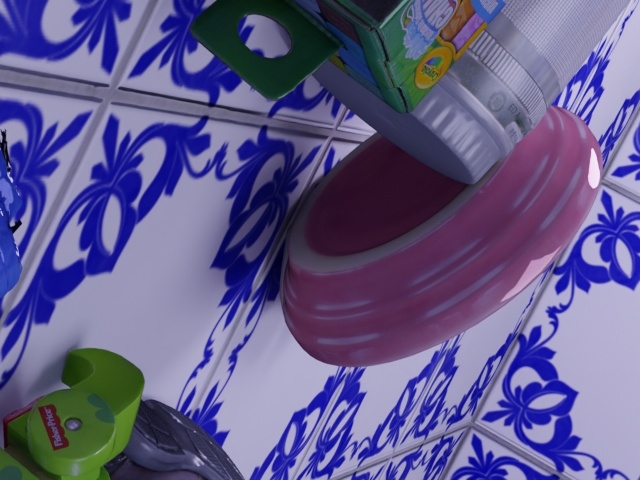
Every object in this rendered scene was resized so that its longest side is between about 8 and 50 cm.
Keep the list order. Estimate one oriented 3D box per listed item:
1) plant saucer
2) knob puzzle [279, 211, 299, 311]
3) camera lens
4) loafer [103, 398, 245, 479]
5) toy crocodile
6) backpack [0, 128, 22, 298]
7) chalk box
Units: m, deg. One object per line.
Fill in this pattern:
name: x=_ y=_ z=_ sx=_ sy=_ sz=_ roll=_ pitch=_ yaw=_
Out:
plant saucer: x=0.094 y=-0.027 z=1.621 sx=0.084 sy=0.332 sz=0.332 roll=52 pitch=59 yaw=-24
knob puzzle: x=0.000 y=0.000 z=1.811 sx=0.213 sy=0.030 sz=0.213 roll=-48 pitch=151 yaw=-38
camera lens: x=0.134 y=-0.214 z=1.494 sx=0.274 sy=0.219 sz=0.219 roll=-53 pitch=163 yaw=-5
loafer: x=-0.158 y=0.206 z=1.610 sx=0.095 sy=0.109 sz=0.302 roll=-41 pitch=157 yaw=2
toy crocodile: x=-0.248 y=0.199 z=1.322 sx=0.340 sy=0.105 sz=0.115 roll=-43 pitch=157 yaw=-34
backpack: x=-0.214 y=-0.012 z=0.981 sx=0.101 sy=0.098 sz=0.120 roll=-42 pitch=130 yaw=-42
chalk box: x=0.036 y=-0.221 z=1.259 sx=0.289 sy=0.180 sz=0.179 roll=-48 pitch=163 yaw=-4
